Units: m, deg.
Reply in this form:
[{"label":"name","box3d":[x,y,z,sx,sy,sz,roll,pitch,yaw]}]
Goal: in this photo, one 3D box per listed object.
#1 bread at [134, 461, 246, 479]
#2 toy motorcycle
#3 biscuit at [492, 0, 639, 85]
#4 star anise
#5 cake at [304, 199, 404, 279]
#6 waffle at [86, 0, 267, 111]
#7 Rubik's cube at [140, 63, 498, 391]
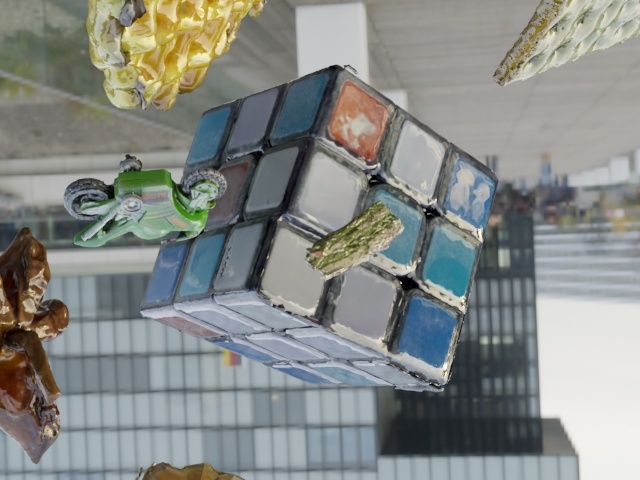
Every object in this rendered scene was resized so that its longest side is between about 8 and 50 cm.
[{"label":"bread","box3d":[-0.064,0.339,0.660,0.315,0.279,0.248,40,-162,-7]},{"label":"toy motorcycle","box3d":[-0.204,-0.040,1.208,0.190,0.074,0.106,-6,138,-5]},{"label":"biscuit","box3d":[0.197,-0.155,0.587,0.203,0.016,0.144,-23,160,-28]},{"label":"star anise","box3d":[-0.292,0.083,0.932,0.111,0.212,0.196,-31,-156,27]},{"label":"cake","box3d":[0.039,0.000,1.145,0.140,0.051,0.055,-28,163,-52]},{"label":"waffle","box3d":[-0.105,-0.308,1.024,0.095,0.380,0.382,36,163,3]},{"label":"Rubik's cube","box3d":[0.000,0.000,1.491,0.362,0.359,0.363,25,162,-30]}]
